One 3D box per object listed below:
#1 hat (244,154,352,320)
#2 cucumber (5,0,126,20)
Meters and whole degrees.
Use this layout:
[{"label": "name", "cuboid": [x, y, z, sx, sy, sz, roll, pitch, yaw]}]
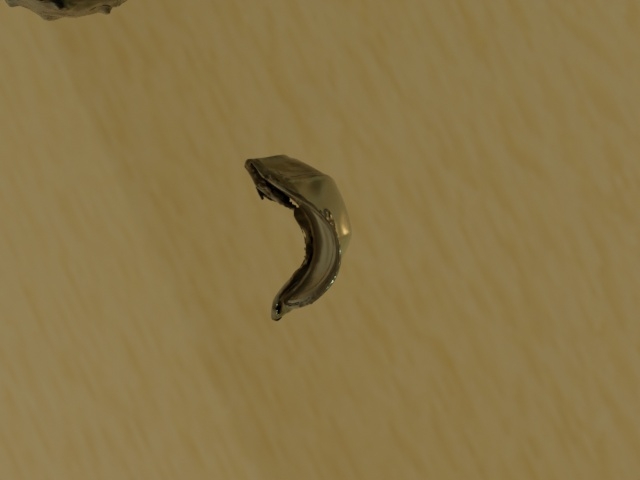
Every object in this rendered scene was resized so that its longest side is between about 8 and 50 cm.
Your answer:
[{"label": "hat", "cuboid": [0.000, 0.000, 1.606, 0.085, 0.147, 0.175, -10, -171, -17]}, {"label": "cucumber", "cuboid": [-0.108, -0.136, 0.724, 0.072, 0.081, 0.303, -33, -153, 1]}]
